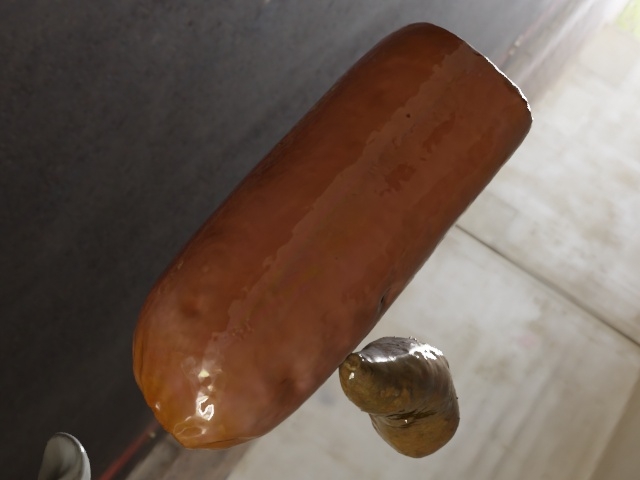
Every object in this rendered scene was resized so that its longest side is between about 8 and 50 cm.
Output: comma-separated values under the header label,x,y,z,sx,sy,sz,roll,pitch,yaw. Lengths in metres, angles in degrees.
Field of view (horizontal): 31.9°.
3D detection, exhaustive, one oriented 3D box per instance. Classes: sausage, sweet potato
label,x,y,z,sx,sy,sz,roll,pitch,yaw
sausage,0.000,0.000,0.604,0.259,0.113,0.113,-49,169,-12
sweet potato,0.075,0.135,1.041,0.097,0.097,0.292,-54,155,-10

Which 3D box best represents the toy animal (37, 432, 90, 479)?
label,x,y,z,sx,sy,sz,roll,pitch,yaw
toy animal,-0.213,0.230,0.715,0.178,0.127,0.193,-34,180,39
